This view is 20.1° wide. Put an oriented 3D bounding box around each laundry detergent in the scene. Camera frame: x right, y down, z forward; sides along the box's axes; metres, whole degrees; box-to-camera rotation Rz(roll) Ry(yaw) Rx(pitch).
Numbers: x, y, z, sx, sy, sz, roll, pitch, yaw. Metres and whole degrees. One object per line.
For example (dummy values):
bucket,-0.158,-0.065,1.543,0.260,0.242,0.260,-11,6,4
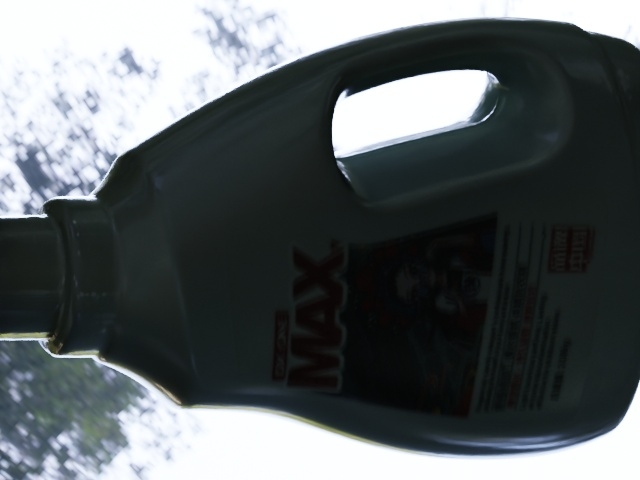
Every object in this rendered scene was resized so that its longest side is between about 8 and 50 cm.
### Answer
laundry detergent,0.000,0.000,1.017,0.397,0.124,0.264,0,-75,-25
